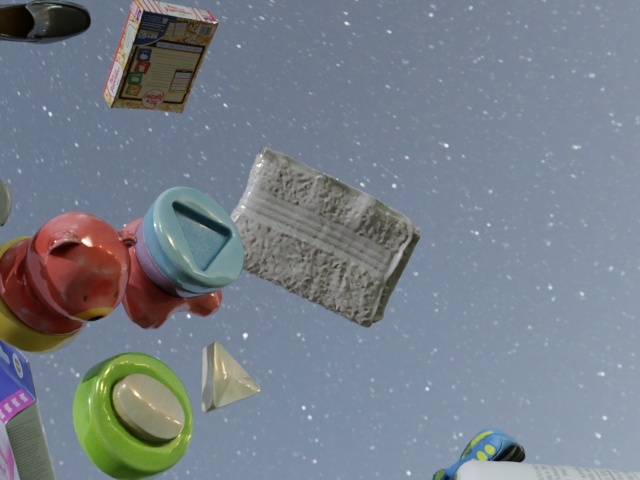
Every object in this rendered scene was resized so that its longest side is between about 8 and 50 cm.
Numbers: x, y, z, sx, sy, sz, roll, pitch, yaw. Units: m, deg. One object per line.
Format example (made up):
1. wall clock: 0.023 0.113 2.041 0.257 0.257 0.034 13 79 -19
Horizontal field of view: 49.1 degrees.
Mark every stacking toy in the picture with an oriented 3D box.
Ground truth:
1. stacking toy: -0.159 0.077 0.740 0.130 0.280 0.309 -32 -4 31

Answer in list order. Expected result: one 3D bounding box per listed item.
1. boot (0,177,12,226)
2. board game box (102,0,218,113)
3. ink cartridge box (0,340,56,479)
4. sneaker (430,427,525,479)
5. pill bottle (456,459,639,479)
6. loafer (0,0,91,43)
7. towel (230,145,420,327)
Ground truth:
1. boot: -0.411 -0.047 0.595 0.258 0.123 0.095 17 -102 -40
2. board game box: -0.281 -0.317 1.226 0.146 0.045 0.194 -4 -43 -43
3. ink cartridge box: -0.577 0.320 1.262 0.071 0.324 0.330 -20 -66 -37
4. sneaker: 0.210 0.333 0.961 0.078 0.067 0.188 26 -59 -15
5. pill bottle: 0.194 0.202 0.403 0.229 0.131 0.131 2 -56 9
6. loafer: -0.396 -0.297 0.959 0.170 0.061 0.062 -16 -64 -28
7. towel: 0.000 0.000 1.059 0.282 0.049 0.187 25 -89 -11
